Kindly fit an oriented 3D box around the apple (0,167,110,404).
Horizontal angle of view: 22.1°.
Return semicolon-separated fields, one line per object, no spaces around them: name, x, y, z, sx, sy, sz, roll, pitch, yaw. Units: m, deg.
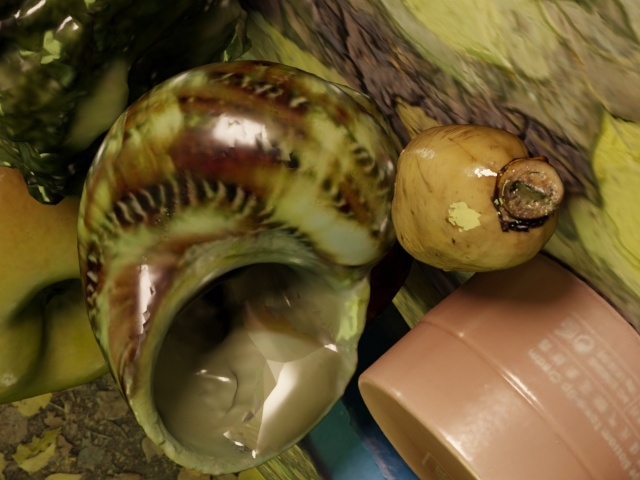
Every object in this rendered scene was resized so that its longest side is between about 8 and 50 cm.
apple;-0.241;-0.032;1.188;0.305;0.338;0.338;49;170;16

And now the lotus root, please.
lotus root;0.064;-0.017;0.732;0.072;0.063;0.152;41;169;-4

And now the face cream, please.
face cream;0.105;0.090;0.820;0.149;0.104;0.149;47;169;12

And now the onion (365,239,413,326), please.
onion;0.000;0.000;0.914;0.118;0.117;0.118;22;159;9

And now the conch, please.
conch;-0.034;0.000;0.811;0.187;0.181;0.124;67;174;-27

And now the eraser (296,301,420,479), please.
eraser;0.027;0.091;0.993;0.144;0.042;0.312;20;-151;-47

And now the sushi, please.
sushi;-0.180;-0.173;0.872;0.294;0.178;0.352;47;170;7
